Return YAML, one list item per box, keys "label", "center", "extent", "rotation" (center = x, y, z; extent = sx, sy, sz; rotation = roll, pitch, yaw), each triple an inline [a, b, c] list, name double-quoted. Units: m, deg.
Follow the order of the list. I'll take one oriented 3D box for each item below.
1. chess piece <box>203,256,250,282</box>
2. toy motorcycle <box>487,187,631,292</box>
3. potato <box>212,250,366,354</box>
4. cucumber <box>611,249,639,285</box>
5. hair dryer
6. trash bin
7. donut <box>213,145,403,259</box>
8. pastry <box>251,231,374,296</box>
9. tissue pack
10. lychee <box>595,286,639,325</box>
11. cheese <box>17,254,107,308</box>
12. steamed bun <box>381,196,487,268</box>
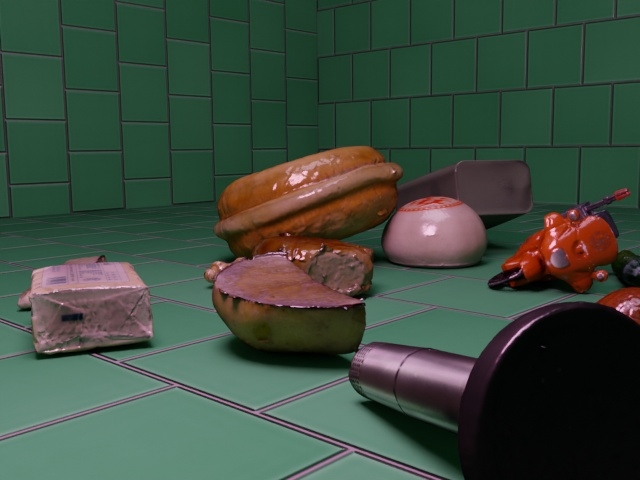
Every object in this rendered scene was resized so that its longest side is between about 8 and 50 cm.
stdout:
- label: "chess piece"
  center: [-0.142, 0.056, 1.345]
  extent: [0.172, 0.060, 0.060]
  rotation: [-10, 11, -39]
- label: "toy motorcycle"
  center: [0.458, 0.010, 1.310]
  extent: [0.221, 0.148, 0.325]
  rotation: [-26, -3, 44]
- label: "potato"
  center: [-0.055, 0.093, 0.880]
  extent: [0.138, 0.098, 0.243]
  rotation: [-8, 16, -25]
- label: "cucumber"
  center: [0.572, 0.051, 1.311]
  extent: [0.056, 0.056, 0.250]
  rotation: [1, 5, 14]
- label: "hair dryer"
  center: [0.192, 0.105, 0.588]
  extent: [0.283, 0.156, 0.320]
  rotation: [-13, 1, -11]
- label: "trash bin"
  center: [0.360, -0.097, 1.812]
  extent: [0.222, 0.158, 0.343]
  rotation: [-3, -5, -18]
- label: "donut"
  center: [-0.023, -0.083, 1.586]
  extent: [0.448, 0.198, 0.449]
  rotation: [-19, 1, 1]
- label: "pastry"
  center: [-0.017, 0.045, 1.235]
  extent: [0.218, 0.100, 0.229]
  rotation: [8, 6, 30]
- label: "tissue pack"
  center: [-0.316, 0.086, 0.972]
  extent: [0.148, 0.092, 0.196]
  rotation: [-4, 9, -20]
- label: "lychee"
  center: [0.334, 0.101, 0.749]
  extent: [0.101, 0.114, 0.140]
  rotation: [-25, 18, 15]
- label: "cheese"
  center: [-0.470, 0.073, 1.325]
  extent: [0.085, 0.034, 0.400]
  rotation: [-6, 8, -8]
- label: "steamed bun"
  center: [0.249, -0.024, 1.563]
  extent: [0.231, 0.145, 0.232]
  rotation: [0, 7, 0]
